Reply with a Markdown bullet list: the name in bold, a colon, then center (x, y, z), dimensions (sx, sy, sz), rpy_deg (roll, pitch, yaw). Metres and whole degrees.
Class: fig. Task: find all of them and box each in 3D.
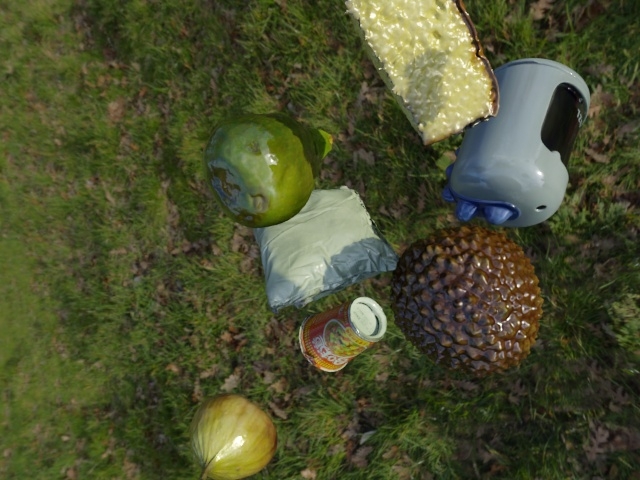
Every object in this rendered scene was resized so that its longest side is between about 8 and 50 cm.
- **fig**: center (-0.161, 0.343, 0.823), dimensions (0.160, 0.230, 0.143), rpy_deg (34, 78, 10)
- **fig**: center (-0.075, -0.151, 0.877), dimensions (0.206, 0.275, 0.206), rpy_deg (25, 135, 28)

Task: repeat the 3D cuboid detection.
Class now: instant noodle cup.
- **instant noodle cup**: center (0.072, 0.259, 1.379), dimensions (0.212, 0.193, 0.193), rpy_deg (-39, 64, 44)

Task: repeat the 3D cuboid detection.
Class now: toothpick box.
- **toothpick box**: center (0.410, -0.185, 1.046), dimensions (0.263, 0.263, 0.354), rpy_deg (12, 66, 28)

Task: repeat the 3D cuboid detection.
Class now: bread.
- **bread**: center (0.127, -0.263, 0.643), dimensions (0.129, 0.134, 0.260), rpy_deg (-31, 112, 13)

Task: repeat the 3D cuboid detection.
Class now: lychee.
- **lychee**: center (0.250, 0.106, 0.823), dimensions (0.268, 0.267, 0.267), rpy_deg (-5, 79, 26)

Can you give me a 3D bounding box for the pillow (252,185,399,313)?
- **pillow**: center (0.000, 0.000, 1.048), dimensions (0.284, 0.138, 0.310), rpy_deg (-16, 44, -4)
